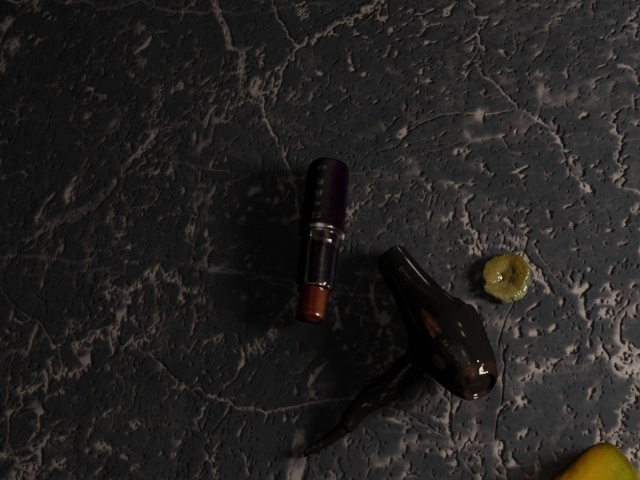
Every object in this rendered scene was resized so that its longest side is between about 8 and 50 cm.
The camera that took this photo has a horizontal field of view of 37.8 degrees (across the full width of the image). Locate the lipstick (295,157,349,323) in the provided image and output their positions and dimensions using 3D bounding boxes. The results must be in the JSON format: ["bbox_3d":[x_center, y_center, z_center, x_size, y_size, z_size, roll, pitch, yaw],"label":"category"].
[{"bbox_3d":[0.000,0.000,1.585,0.081,0.081,0.300,-3,64,19],"label":"lipstick"}]

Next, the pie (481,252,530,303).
[{"bbox_3d":[0.294,0.060,1.481,0.084,0.020,0.084,-8,65,18],"label":"pie"}]

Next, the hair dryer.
[{"bbox_3d":[0.084,0.198,1.464,0.359,0.120,0.304,-43,50,7],"label":"hair dryer"}]

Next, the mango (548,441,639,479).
[{"bbox_3d":[0.332,0.406,1.241,0.176,0.119,0.317,12,57,46],"label":"mango"}]
